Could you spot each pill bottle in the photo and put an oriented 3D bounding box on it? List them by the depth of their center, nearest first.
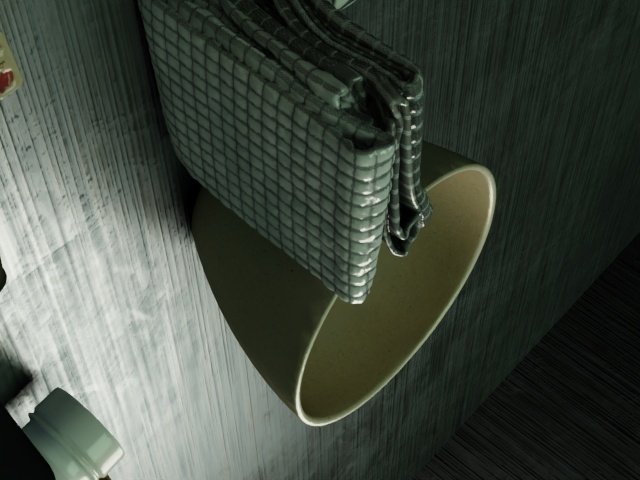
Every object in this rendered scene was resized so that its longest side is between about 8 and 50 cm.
[{"bbox_3d":[-0.315,0.264,1.207,0.229,0.131,0.131,-45,155,-19],"label":"pill bottle"}]

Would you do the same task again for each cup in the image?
[{"bbox_3d":[0.000,0.000,1.307,0.331,0.237,0.331,-41,153,-26],"label":"cup"}]

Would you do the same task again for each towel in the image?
[{"bbox_3d":[-0.024,-0.112,1.052,0.121,0.283,0.235,-40,153,-25],"label":"towel"}]

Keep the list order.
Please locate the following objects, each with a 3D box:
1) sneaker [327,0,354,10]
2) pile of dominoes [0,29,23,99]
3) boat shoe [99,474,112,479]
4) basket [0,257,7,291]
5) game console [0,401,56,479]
[{"bbox_3d":[0.057,-0.337,1.140,0.153,0.094,0.235,-38,152,-35],"label":"sneaker"},{"bbox_3d":[-0.317,-0.068,0.837,0.251,0.040,0.196,-54,148,1],"label":"pile of dominoes"},{"bbox_3d":[-0.252,0.352,1.250,0.120,0.324,0.122,-39,123,5],"label":"boat shoe"},{"bbox_3d":[-0.294,-0.074,0.721,0.204,0.154,0.227,-6,114,-28],"label":"basket"},{"bbox_3d":[-0.374,0.175,0.945,0.293,0.250,0.173,-37,178,-33],"label":"game console"}]
